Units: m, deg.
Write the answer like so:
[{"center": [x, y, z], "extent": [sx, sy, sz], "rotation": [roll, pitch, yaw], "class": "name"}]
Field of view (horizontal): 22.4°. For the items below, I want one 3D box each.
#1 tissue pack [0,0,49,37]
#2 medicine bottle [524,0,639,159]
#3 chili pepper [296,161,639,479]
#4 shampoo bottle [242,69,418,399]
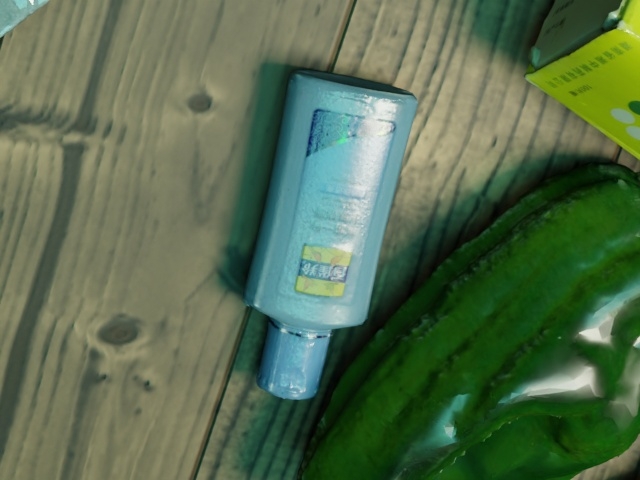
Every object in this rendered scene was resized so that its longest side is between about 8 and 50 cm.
[{"center": [-0.290, -0.262, 1.141], "extent": [0.185, 0.081, 0.257], "rotation": [-37, 107, 3], "class": "tissue pack"}, {"center": [0.296, -0.124, 1.215], "extent": [0.250, 0.137, 0.141], "rotation": [33, 63, -14], "class": "medicine bottle"}, {"center": [0.159, 0.110, 1.275], "extent": [0.385, 0.167, 0.213], "rotation": [-44, 106, 6], "class": "chili pepper"}, {"center": [0.000, 0.000, 1.273], "extent": [0.103, 0.061, 0.258], "rotation": [10, 105, -10], "class": "shampoo bottle"}]
